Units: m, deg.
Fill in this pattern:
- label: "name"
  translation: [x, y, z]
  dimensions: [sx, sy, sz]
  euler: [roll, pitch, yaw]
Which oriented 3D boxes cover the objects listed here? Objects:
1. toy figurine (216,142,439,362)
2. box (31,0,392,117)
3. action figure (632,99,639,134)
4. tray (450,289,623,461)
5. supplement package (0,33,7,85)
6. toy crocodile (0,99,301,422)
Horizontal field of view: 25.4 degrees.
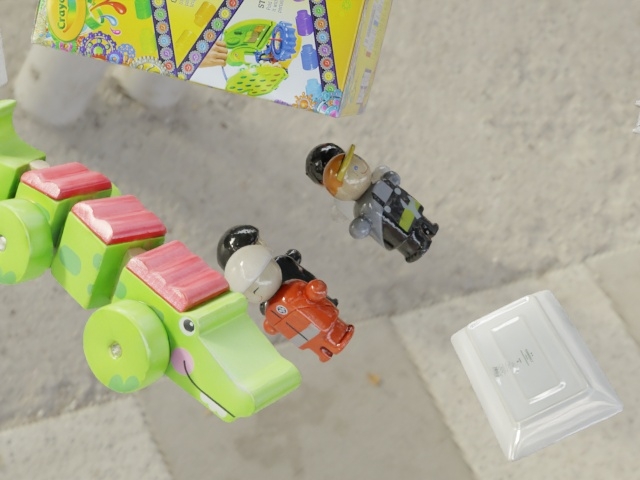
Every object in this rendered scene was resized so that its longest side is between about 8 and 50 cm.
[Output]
- label: "toy figurine"
  translation: [0.000, 0.000, 1.470]
  dimensions: [0.148, 0.209, 0.213]
  euler: [40, 4, -10]
- label: "box"
  translation: [-0.082, -0.232, 1.334]
  dimensions: [0.279, 0.177, 0.290]
  euler: [15, 7, 5]
- label: "action figure"
  translation: [0.319, -0.044, 1.031]
  dimensions: [0.185, 0.285, 0.099]
  euler: [30, 75, 28]
- label: "tray"
  translation: [0.247, 0.147, 1.690]
  dimensions: [0.030, 0.145, 0.270]
  euler: [61, 4, -29]
- label: "supplement package"
  translation: [-0.510, -0.237, 1.525]
  dimensions: [0.262, 0.199, 0.198]
  euler: [-32, 58, -28]
- label: "toy crocodile"
  translation: [-0.154, 0.015, 1.071]
  dimensions: [0.340, 0.105, 0.115]
  euler: [38, 32, 24]
